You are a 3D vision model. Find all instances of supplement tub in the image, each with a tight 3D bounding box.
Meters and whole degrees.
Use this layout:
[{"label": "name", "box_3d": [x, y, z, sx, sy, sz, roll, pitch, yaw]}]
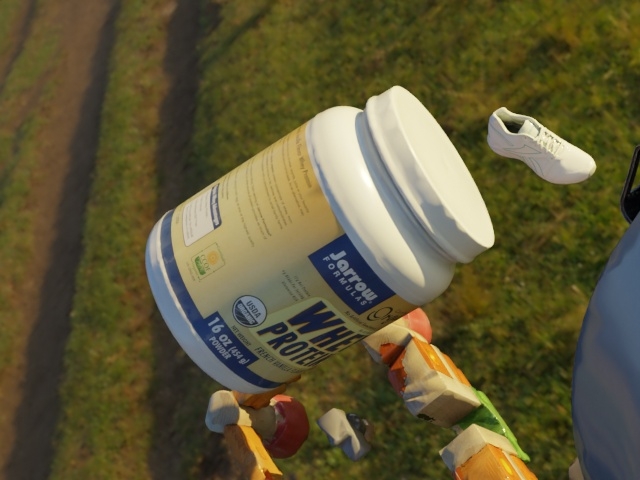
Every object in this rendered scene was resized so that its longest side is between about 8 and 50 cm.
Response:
[{"label": "supplement tub", "box_3d": [0.000, 0.000, 1.229, 0.316, 0.228, 0.228, -31, 33, 19]}]

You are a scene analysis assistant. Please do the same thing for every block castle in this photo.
[{"label": "block castle", "box_3d": [0.093, 0.304, 1.404, 0.303, 0.213, 0.453, -40, 59, 13]}]

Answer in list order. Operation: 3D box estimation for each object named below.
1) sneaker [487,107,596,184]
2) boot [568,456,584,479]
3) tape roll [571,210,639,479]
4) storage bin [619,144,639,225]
[{"label": "sneaker", "box_3d": [0.275, -0.119, 1.465, 0.152, 0.061, 0.053, 27, 67, 25]}, {"label": "boot", "box_3d": [0.424, 0.344, 1.347, 0.305, 0.115, 0.112, 24, 55, 37]}, {"label": "tape roll", "box_3d": [0.198, 0.056, 0.377, 0.219, 0.219, 0.072, -46, 16, 10]}, {"label": "storage bin", "box_3d": [0.457, -0.035, 1.412, 0.084, 0.122, 0.180, -16, 47, -19]}]
